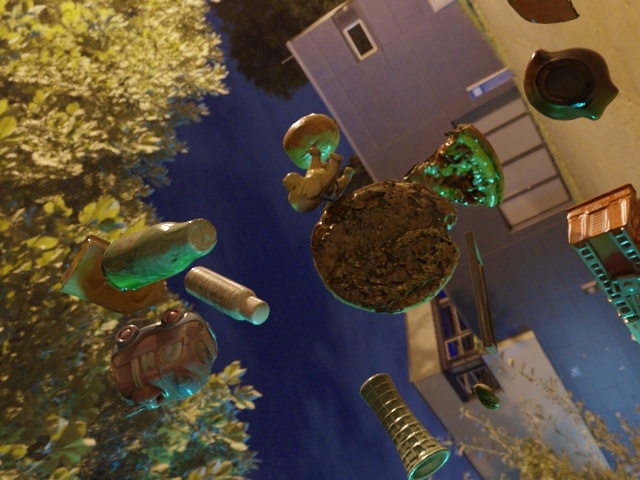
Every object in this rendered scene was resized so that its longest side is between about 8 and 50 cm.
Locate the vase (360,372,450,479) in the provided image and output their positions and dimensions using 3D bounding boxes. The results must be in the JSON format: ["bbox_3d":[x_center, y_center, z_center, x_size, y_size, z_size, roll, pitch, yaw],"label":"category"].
[{"bbox_3d":[0.237,0.541,1.488,0.143,0.143,0.298,40,-171,-47],"label":"vase"}]

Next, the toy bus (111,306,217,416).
[{"bbox_3d":[-0.433,0.351,1.402,0.231,0.295,0.197,-116,7,-50],"label":"toy bus"}]

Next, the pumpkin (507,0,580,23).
[{"bbox_3d":[0.474,-0.624,1.130,0.279,0.111,0.162,27,-116,-36],"label":"pumpkin"}]

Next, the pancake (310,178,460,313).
[{"bbox_3d":[0.163,0.010,1.241,0.071,0.383,0.381,55,-163,-57],"label":"pancake"}]

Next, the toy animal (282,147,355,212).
[{"bbox_3d":[-0.004,-0.155,1.330,0.233,0.121,0.168,-3,-69,-66],"label":"toy animal"}]

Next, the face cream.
[{"bbox_3d":[-0.232,0.138,1.237,0.082,0.269,0.081,-21,-60,-42],"label":"face cream"}]

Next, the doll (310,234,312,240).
[{"bbox_3d":[0.000,0.000,1.983,0.057,0.099,0.143,53,-168,27],"label":"doll"}]

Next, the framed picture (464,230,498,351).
[{"bbox_3d":[0.282,0.101,0.867,0.250,0.016,0.183,33,-131,-66],"label":"framed picture"}]

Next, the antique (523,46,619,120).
[{"bbox_3d":[0.754,-0.479,1.526,0.278,0.223,0.129,43,-150,15],"label":"antique"}]

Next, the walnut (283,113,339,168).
[{"bbox_3d":[-0.029,-0.340,1.702,0.165,0.197,0.165,43,-165,-14],"label":"walnut"}]

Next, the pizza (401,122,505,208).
[{"bbox_3d":[0.343,-0.193,1.321,0.074,0.288,0.251,-75,-19,-46],"label":"pizza"}]

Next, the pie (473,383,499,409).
[{"bbox_3d":[0.459,0.434,1.386,0.020,0.084,0.084,-31,-85,-26],"label":"pie"}]

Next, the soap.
[{"bbox_3d":[-0.550,0.109,1.374,0.258,0.160,0.080,31,-176,-35],"label":"soap"}]

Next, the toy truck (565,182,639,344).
[{"bbox_3d":[0.751,0.081,1.187,0.387,0.173,0.207,51,-138,-11],"label":"toy truck"}]

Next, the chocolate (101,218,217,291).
[{"bbox_3d":[-0.274,0.019,0.853,0.110,0.291,0.110,13,-109,-40],"label":"chocolate"}]
